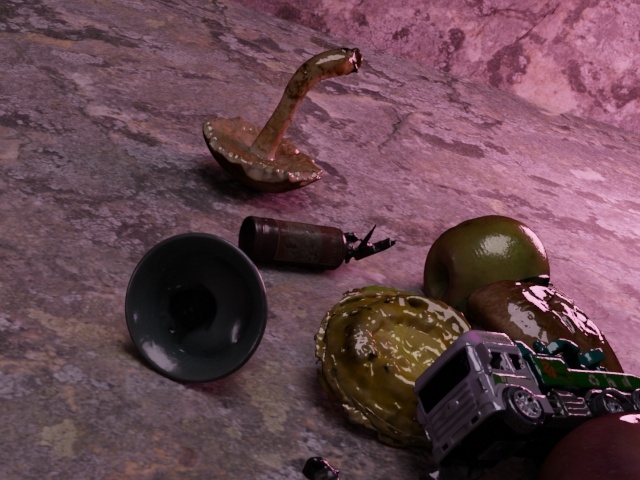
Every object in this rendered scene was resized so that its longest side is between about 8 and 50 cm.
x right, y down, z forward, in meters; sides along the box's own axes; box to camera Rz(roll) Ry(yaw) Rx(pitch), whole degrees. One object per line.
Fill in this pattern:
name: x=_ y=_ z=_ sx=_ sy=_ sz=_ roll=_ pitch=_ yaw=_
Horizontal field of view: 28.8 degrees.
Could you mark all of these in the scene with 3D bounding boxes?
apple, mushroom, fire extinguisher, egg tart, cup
apple: x=0.373 y=0.340 z=1.432 sx=0.305 sy=0.235 sz=0.306 roll=13 pitch=26 yaw=-7
apple: x=0.279 y=0.043 z=2.108 sx=0.188 sy=0.174 sz=0.207 roll=5 pitch=11 yaw=-34
mushroom: x=-0.086 y=-0.232 z=2.308 sx=0.233 sy=0.302 sz=0.208 roll=21 pitch=-13 yaw=-28
mushroom: x=0.344 y=0.156 z=1.911 sx=0.278 sy=0.146 sz=0.278 roll=36 pitch=8 yaw=-6
fire extinguisher: x=-0.001 y=0.008 z=2.054 sx=0.252 sy=0.075 sz=0.106 roll=8 pitch=-14 yaw=-24
egg tart: x=0.126 y=0.164 z=1.735 sx=0.278 sy=0.095 sz=0.279 roll=16 pitch=42 yaw=-15
cup: x=-0.149 y=0.088 z=1.705 sx=0.199 sy=0.199 sz=0.150 roll=24 pitch=6 yaw=12

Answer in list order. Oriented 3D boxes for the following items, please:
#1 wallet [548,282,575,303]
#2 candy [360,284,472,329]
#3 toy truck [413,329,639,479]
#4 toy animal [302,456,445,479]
wallet: x=0.369 y=0.084 z=2.227 sx=0.110 sy=0.039 sz=0.155 roll=-9 pitch=37 yaw=-45
candy: x=0.141 y=0.126 z=1.908 sx=0.209 sy=0.097 sz=0.097 roll=10 pitch=25 yaw=-24
toy truck: x=0.289 y=0.218 z=1.638 sx=0.363 sy=0.176 sz=0.178 roll=6 pitch=46 yaw=-39
toy animal: x=-0.008 y=0.325 z=1.352 sx=0.343 sy=0.106 sz=0.168 roll=0 pitch=36 yaw=-24
